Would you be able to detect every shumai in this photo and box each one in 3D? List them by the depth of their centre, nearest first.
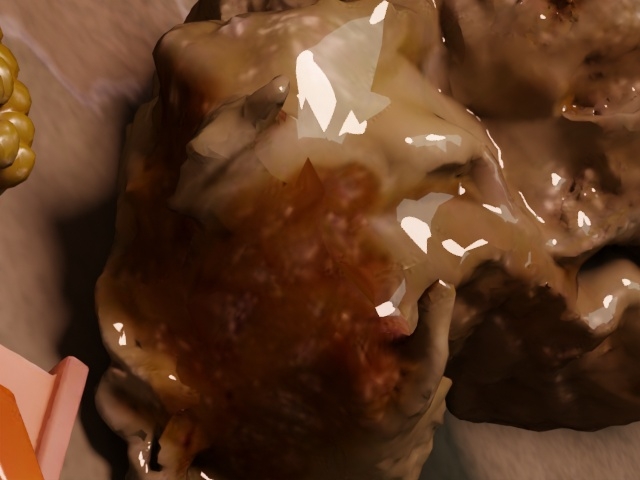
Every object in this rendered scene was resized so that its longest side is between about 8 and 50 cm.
[{"bbox_3d":[0.000,0.000,0.641,0.314,0.262,0.267,31,-34,40],"label":"shumai"}]

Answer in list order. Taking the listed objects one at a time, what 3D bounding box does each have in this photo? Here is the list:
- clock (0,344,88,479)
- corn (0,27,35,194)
[{"bbox_3d":[-0.175,0.033,0.285,0.255,0.106,0.220,35,37,-22],"label":"clock"},{"bbox_3d":[-0.190,-0.127,0.510,0.320,0.097,0.097,59,26,7],"label":"corn"}]
